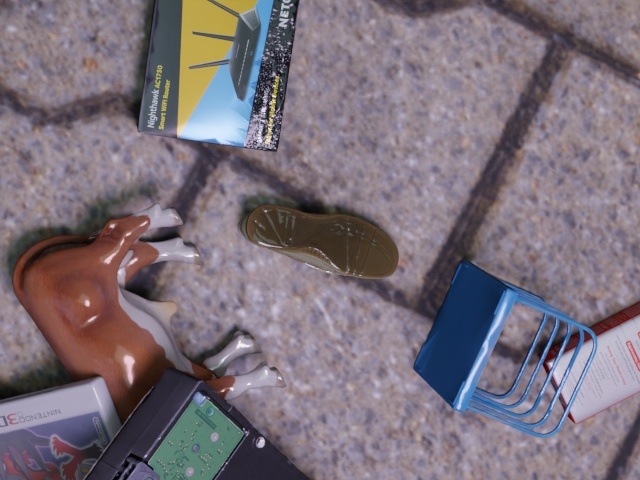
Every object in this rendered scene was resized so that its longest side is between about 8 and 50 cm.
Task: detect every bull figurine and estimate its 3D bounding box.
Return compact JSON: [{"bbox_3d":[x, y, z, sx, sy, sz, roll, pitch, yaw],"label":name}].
[{"bbox_3d":[-0.154,0.118,1.787,0.188,0.101,0.310,-33,102,-6],"label":"bull figurine"}]

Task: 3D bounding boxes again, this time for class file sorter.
[{"bbox_3d":[0.172,0.103,1.787,0.104,0.170,0.118,24,94,-13],"label":"file sorter"}]

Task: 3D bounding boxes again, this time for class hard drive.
[{"bbox_3d":[-0.092,0.302,1.739,0.237,0.064,0.339,-55,128,-15],"label":"hard drive"}]

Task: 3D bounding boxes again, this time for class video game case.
[{"bbox_3d":[-0.243,0.237,1.781,0.183,0.023,0.201,-15,101,29],"label":"video game case"}]

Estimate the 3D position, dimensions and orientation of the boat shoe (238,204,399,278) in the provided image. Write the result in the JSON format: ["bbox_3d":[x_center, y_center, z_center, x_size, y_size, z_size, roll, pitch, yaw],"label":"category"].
[{"bbox_3d":[-0.001,0.002,1.822,0.153,0.048,0.056,11,83,-14],"label":"boat shoe"}]

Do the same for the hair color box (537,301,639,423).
[{"bbox_3d":[0.291,0.113,1.864,0.141,0.043,0.072,-26,99,-2],"label":"hair color box"}]

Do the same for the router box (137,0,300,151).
[{"bbox_3d":[-0.093,-0.179,1.783,0.133,0.046,0.179,7,96,-7],"label":"router box"}]
